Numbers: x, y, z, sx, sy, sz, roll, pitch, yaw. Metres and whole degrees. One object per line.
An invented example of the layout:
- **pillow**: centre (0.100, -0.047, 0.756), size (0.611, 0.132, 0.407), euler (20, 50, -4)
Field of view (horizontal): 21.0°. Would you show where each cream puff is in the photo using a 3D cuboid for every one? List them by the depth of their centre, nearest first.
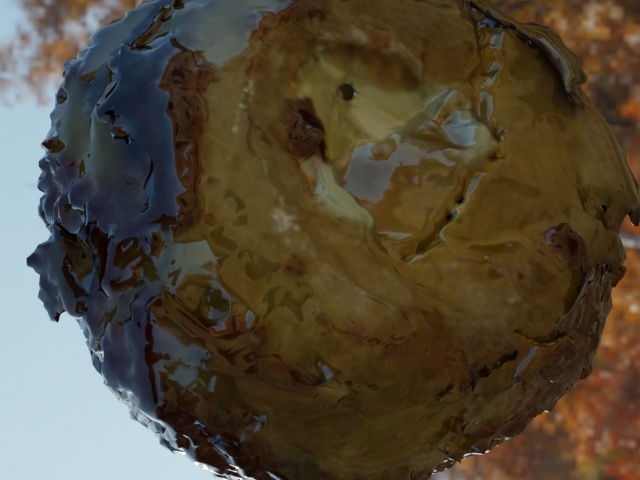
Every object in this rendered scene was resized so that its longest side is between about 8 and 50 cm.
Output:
- **cream puff**: centre (-0.004, -0.004, 0.977), size (0.228, 0.350, 0.350), euler (-51, 17, 55)
